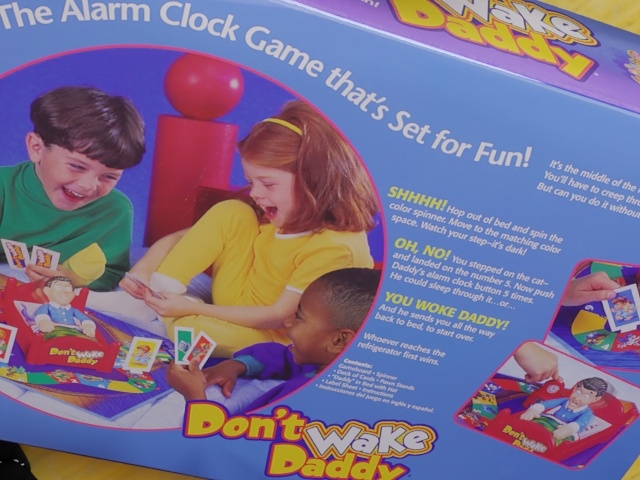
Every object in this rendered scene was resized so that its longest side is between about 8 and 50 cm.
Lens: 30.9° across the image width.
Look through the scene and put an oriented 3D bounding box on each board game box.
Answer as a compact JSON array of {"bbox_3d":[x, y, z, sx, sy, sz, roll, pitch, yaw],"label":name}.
[{"bbox_3d":[0.000,0.000,0.484,0.347,0.078,0.233,15,124,-16],"label":"board game box"}]

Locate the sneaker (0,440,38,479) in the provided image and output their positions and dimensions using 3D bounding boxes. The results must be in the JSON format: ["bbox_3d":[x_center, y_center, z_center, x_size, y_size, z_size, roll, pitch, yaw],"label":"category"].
[{"bbox_3d":[-0.185,0.149,0.558,0.106,0.078,0.234,6,109,-7],"label":"sneaker"}]
